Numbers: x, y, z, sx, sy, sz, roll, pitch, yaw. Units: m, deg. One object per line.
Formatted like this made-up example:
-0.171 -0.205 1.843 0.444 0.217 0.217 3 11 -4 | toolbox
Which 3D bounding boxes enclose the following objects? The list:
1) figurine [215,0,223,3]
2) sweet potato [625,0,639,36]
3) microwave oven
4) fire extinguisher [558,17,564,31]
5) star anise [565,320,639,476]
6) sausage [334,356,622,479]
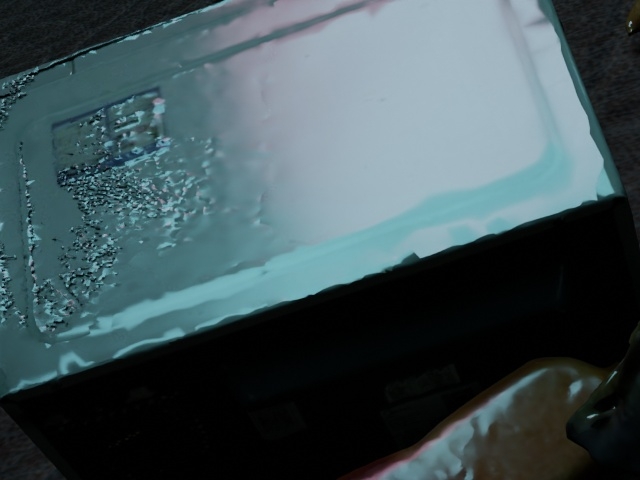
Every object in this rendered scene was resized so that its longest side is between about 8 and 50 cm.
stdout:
-0.011 -0.090 1.098 0.248 0.203 0.381 -25 27 56 | figurine
0.318 -0.178 1.186 0.202 0.058 0.055 -4 50 29 | sweet potato
0.000 0.000 0.844 0.295 0.181 0.238 -18 51 7 | microwave oven
0.118 -0.158 1.309 0.157 0.045 0.078 15 63 49 | fire extinguisher
0.235 0.008 0.615 0.331 0.117 0.332 -43 4 4 | star anise
0.019 0.142 0.705 0.300 0.089 0.083 -28 54 -19 | sausage
